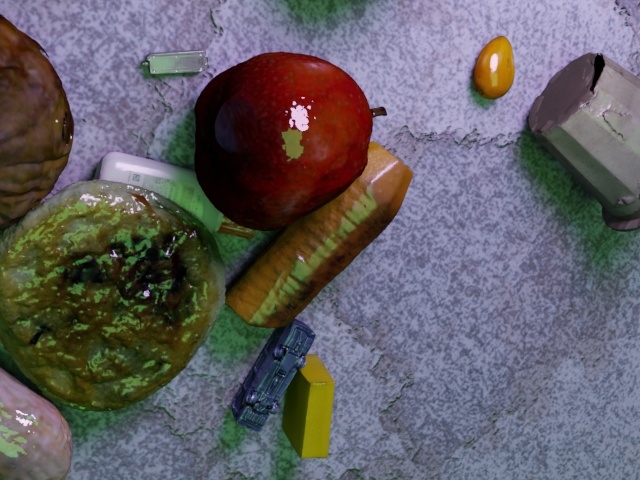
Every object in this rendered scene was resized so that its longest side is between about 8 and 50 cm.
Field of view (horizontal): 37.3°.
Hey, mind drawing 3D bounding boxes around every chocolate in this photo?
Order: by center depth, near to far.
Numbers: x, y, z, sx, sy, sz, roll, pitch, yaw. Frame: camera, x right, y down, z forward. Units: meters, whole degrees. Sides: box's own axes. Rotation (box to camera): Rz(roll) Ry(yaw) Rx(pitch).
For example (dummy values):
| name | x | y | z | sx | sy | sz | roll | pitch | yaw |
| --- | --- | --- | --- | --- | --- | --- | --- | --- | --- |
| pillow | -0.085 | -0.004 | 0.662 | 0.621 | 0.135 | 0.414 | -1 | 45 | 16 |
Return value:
| name | x | y | z | sx | sy | sz | roll | pitch | yaw |
| --- | --- | --- | --- | --- | --- | --- | --- | --- | --- |
| chocolate | -0.431 | 0.215 | 1.204 | 0.134 | 0.134 | 0.309 | -41 | 116 | -2 |

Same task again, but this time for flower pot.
| name | x | y | z | sx | sy | sz | roll | pitch | yaw |
| --- | --- | --- | --- | --- | --- | --- | --- | --- | --- |
| flower pot | 0.418 | -0.151 | 1.337 | 0.202 | 0.212 | 0.212 | 37 | 94 | -18 |

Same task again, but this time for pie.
| name | x | y | z | sx | sy | sz | roll | pitch | yaw |
| --- | --- | --- | --- | --- | --- | --- | --- | --- | --- |
| pie | -0.266 | 0.072 | 1.200 | 0.323 | 0.070 | 0.323 | -7 | 116 | -16 |

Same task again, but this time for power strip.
| name | x | y | z | sx | sy | sz | roll | pitch | yaw |
| --- | --- | --- | --- | --- | --- | --- | --- | --- | --- |
| power strip | -0.184 | -0.225 | 1.198 | 0.083 | 0.017 | 0.027 | -6 | 109 | -17 |

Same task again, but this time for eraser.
| name | x | y | z | sx | sy | sz | roll | pitch | yaw |
| --- | --- | --- | --- | --- | --- | --- | --- | --- | --- |
| eraser | -0.017 | 0.239 | 1.373 | 0.045 | 0.097 | 0.123 | 1 | 106 | -19 |

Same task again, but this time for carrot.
| name | x | y | z | sx | sy | sz | roll | pitch | yaw |
| --- | --- | --- | --- | --- | --- | --- | --- | --- | --- |
| carrot | 0.000 | 0.000 | 1.288 | 0.114 | 0.114 | 0.302 | 39 | 95 | -26 |

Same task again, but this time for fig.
| name | x | y | z | sx | sy | sz | roll | pitch | yaw |
| --- | --- | --- | --- | --- | --- | --- | --- | --- | --- |
| fig | -0.386 | -0.096 | 0.989 | 0.286 | 0.368 | 0.286 | -12 | 120 | -22 |

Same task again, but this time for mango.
| name | x | y | z | sx | sy | sz | roll | pitch | yaw |
| --- | --- | --- | --- | --- | --- | --- | --- | --- | --- |
| mango | 0.245 | -0.242 | 1.327 | 0.060 | 0.046 | 0.089 | 14 | 90 | -25 |

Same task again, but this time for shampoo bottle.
| name | x | y | z | sx | sy | sz | roll | pitch | yaw |
| --- | --- | --- | --- | --- | --- | --- | --- | --- | --- |
| shampoo bottle | -0.188 | -0.043 | 1.241 | 0.220 | 0.051 | 0.108 | 13 | 100 | -23 |

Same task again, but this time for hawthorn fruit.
| name | x | y | z | sx | sy | sz | roll | pitch | yaw |
| --- | --- | --- | --- | --- | --- | --- | --- | --- | --- |
| hawthorn fruit | -0.027 | -0.139 | 1.177 | 0.266 | 0.230 | 0.210 | -25 | 89 | -25 |

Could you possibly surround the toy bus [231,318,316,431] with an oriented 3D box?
| name | x | y | z | sx | sy | sz | roll | pitch | yaw |
| --- | --- | --- | --- | --- | --- | --- | --- | --- | --- |
| toy bus | -0.068 | 0.189 | 1.355 | 0.047 | 0.065 | 0.166 | 29 | 95 | -25 |
